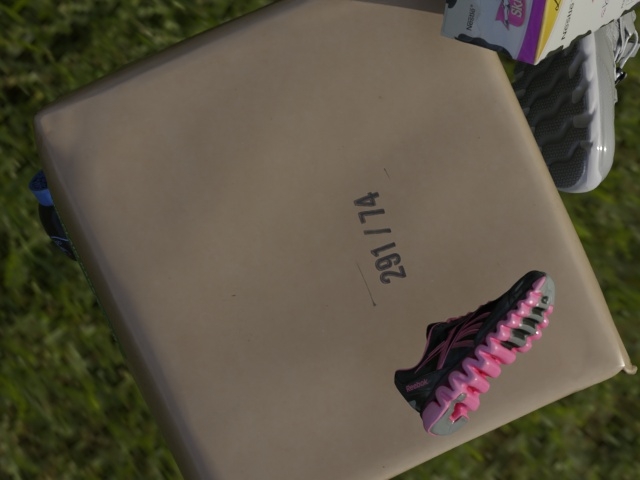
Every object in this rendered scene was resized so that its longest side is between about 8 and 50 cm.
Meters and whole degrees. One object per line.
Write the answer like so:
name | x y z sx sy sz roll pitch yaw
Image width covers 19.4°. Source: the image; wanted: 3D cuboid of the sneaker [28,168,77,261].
sneaker | -0.160 -0.064 1.786 0.232 0.081 0.090 -26 118 -12

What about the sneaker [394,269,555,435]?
sneaker | 0.090 0.059 1.134 0.119 0.057 0.047 -48 145 -1

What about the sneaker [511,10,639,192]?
sneaker | 0.236 -0.167 1.618 0.115 0.105 0.281 15 61 -27

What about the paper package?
paper package | 0.000 0.000 1.276 0.309 0.168 0.325 -25 98 -8

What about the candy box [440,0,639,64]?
candy box | 0.170 -0.220 1.210 0.233 0.071 0.159 -31 136 -53
